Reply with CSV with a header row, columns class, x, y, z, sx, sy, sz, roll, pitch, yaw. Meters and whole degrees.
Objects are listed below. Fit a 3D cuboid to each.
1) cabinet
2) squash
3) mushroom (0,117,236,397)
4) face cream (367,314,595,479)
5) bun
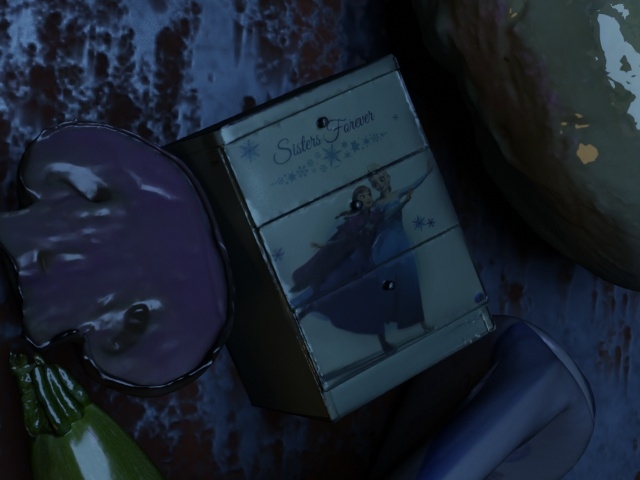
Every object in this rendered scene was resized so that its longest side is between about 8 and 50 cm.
class,x,y,z,sx,sy,sz,roll,pitch,yaw
cabinet,0.000,0.000,0.860,0.145,0.150,0.206,-26,99,-26
squash,-0.121,0.215,0.818,0.094,0.094,0.341,-37,105,-24
mushroom,-0.133,0.022,0.804,0.141,0.117,0.188,-20,70,-12
face cream,0.059,0.172,0.804,0.137,0.235,0.420,50,35,7
bun,0.209,-0.133,0.940,0.361,0.213,0.361,26,55,-45
